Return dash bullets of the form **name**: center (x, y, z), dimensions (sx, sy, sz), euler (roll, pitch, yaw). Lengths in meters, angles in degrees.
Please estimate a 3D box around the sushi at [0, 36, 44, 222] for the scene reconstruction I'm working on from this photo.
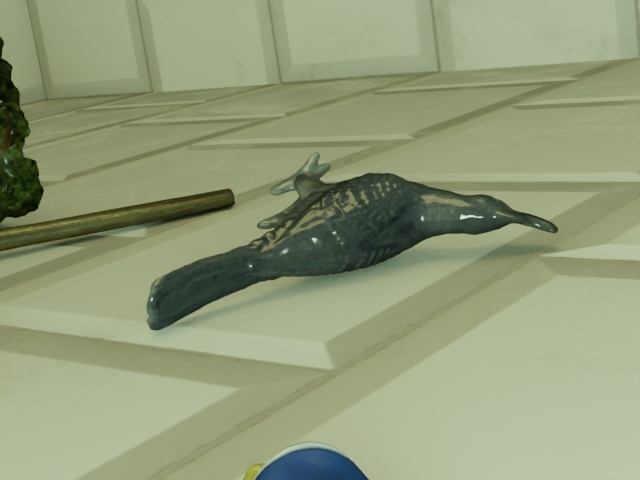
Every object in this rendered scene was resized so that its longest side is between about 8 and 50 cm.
- **sushi**: center (-0.514, -0.146, 1.446), dimensions (0.178, 0.294, 0.352), euler (-17, 8, -37)

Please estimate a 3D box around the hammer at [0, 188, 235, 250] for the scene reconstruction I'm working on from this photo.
- **hammer**: center (-0.279, -0.019, 1.343), dimensions (0.366, 0.043, 0.111), euler (-11, 12, -21)

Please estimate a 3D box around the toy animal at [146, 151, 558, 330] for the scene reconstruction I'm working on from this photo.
- **toy animal**: center (0.005, -0.016, 1.027), dimensions (0.367, 0.081, 0.206), euler (-12, 25, -14)

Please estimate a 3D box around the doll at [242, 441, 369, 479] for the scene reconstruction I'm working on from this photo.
- **doll**: center (0.008, 0.129, 0.490), dimensions (0.099, 0.057, 0.143), euler (8, 7, -26)
